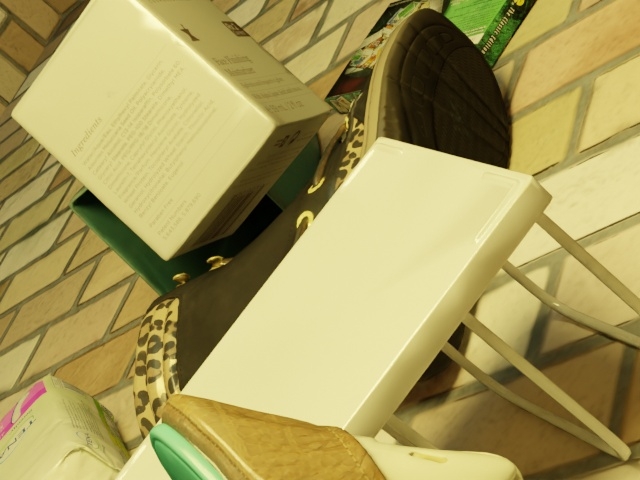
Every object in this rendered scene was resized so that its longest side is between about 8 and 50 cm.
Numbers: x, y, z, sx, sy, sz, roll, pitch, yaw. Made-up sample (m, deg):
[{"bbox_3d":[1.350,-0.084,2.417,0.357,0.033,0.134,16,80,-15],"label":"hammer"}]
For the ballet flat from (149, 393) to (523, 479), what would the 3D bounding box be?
[{"bbox_3d":[0.067,0.168,0.627,0.124,0.116,0.342,-35,58,-14],"label":"ballet flat"}]

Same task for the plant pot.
[{"bbox_3d":[-0.103,-0.077,1.470,0.165,0.166,0.234,-37,16,28],"label":"plant pot"}]

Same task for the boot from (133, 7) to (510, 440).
[{"bbox_3d":[0.000,0.000,1.183,0.284,0.138,0.377,-32,33,38],"label":"boot"}]

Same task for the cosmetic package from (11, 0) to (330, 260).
[{"bbox_3d":[-0.121,-0.107,1.236,0.151,0.184,0.151,-50,-7,18],"label":"cosmetic package"}]

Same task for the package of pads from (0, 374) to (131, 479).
[{"bbox_3d":[-0.288,0.277,1.313,0.296,0.101,0.229,-51,21,-2],"label":"package of pads"}]

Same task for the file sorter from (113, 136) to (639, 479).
[{"bbox_3d":[0.045,0.110,0.841,0.277,0.173,0.193,-52,22,-6],"label":"file sorter"}]

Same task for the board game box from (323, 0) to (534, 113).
[{"bbox_3d":[0.106,-0.191,1.433,0.136,0.030,0.260,-54,21,-17],"label":"board game box"}]
